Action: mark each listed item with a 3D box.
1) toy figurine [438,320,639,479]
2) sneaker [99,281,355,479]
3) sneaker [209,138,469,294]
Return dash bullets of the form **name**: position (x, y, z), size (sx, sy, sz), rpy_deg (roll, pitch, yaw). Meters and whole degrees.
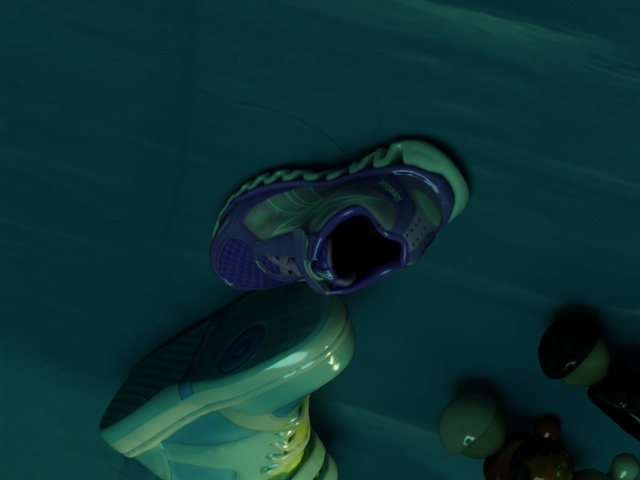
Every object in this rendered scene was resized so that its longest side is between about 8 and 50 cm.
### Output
- **toy figurine**: position (0.177, 0.190, 1.431), size (0.148, 0.209, 0.213), rpy_deg (42, 132, -10)
- **sneaker**: position (-0.030, 0.159, 1.547), size (0.208, 0.127, 0.319), rpy_deg (43, 142, -17)
- **sneaker**: position (0.000, 0.000, 1.397), size (0.236, 0.104, 0.095), rpy_deg (-17, 124, 35)
